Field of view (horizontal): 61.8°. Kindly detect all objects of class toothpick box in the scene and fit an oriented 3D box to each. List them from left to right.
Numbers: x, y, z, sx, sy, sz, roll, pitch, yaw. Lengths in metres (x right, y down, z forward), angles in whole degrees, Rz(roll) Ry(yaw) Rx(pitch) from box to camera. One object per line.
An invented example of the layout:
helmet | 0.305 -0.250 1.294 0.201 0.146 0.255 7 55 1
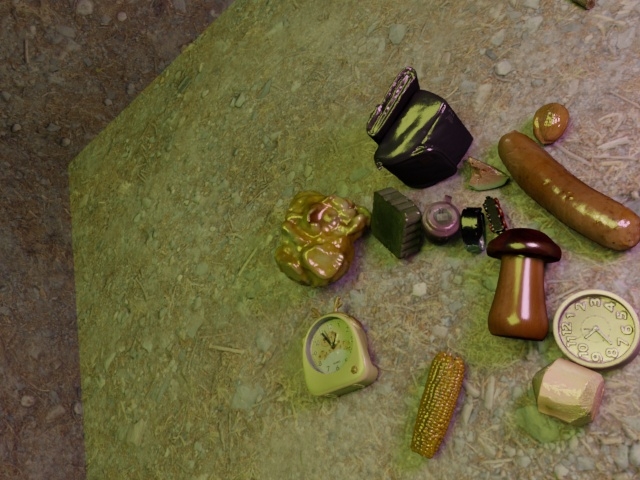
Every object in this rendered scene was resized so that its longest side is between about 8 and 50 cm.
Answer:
toothpick box | 0.535 0.114 1.431 0.192 0.192 0.294 1 77 37

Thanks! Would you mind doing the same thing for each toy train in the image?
toy train | 0.520 -0.065 1.578 0.050 0.087 0.138 -21 57 20

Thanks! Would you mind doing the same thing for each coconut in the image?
coconut | 0.597 0.365 1.307 0.152 0.147 0.147 17 82 37

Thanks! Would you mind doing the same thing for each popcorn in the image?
popcorn | -0.001 0.001 1.853 0.292 0.293 0.334 21 86 -4

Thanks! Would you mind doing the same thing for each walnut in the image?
walnut | 0.674 -0.343 1.570 0.105 0.105 0.124 17 83 40

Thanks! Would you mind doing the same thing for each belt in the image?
belt | 0.456 -0.033 1.595 0.058 0.105 0.140 -4 94 31

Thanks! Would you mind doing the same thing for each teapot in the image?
teapot | 0.364 -0.057 1.651 0.116 0.146 0.148 -11 66 1

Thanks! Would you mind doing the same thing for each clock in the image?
clock | 0.050 0.343 1.750 0.235 0.096 0.308 -27 57 27
clock | 0.692 0.225 1.339 0.196 0.068 0.197 -15 63 32

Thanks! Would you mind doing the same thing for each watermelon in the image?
watermelon | 0.510 -0.203 1.660 0.155 0.080 0.101 22 95 25

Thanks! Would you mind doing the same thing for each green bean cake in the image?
green bean cake | 0.245 -0.061 1.719 0.094 0.185 0.183 -22 44 -19

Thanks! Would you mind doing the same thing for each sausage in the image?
sausage | 0.659 -0.144 1.483 0.136 0.123 0.501 -45 51 10

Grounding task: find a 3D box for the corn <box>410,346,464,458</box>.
corn | 0.330 0.450 1.494 0.101 0.101 0.310 10 76 39

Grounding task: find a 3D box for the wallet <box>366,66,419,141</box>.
wallet | 0.247 -0.405 1.729 0.062 0.406 0.228 37 99 11

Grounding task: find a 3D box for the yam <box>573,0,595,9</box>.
yam | 0.819 -0.762 1.675 0.043 0.043 0.094 -45 50 13

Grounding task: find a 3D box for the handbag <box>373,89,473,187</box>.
handbag | 0.334 -0.282 1.675 0.178 0.302 0.275 33 94 34
